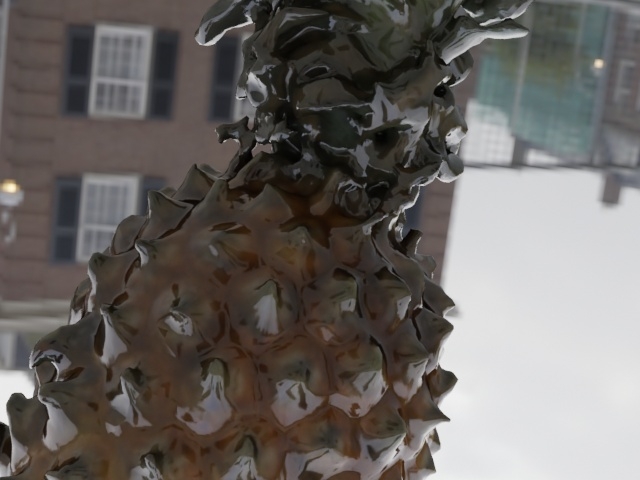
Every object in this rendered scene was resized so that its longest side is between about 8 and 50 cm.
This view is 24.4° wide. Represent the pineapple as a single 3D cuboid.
[{"bbox_3d":[0.000,0.000,0.577,0.175,0.361,0.175,27,176,2],"label":"pineapple"}]
